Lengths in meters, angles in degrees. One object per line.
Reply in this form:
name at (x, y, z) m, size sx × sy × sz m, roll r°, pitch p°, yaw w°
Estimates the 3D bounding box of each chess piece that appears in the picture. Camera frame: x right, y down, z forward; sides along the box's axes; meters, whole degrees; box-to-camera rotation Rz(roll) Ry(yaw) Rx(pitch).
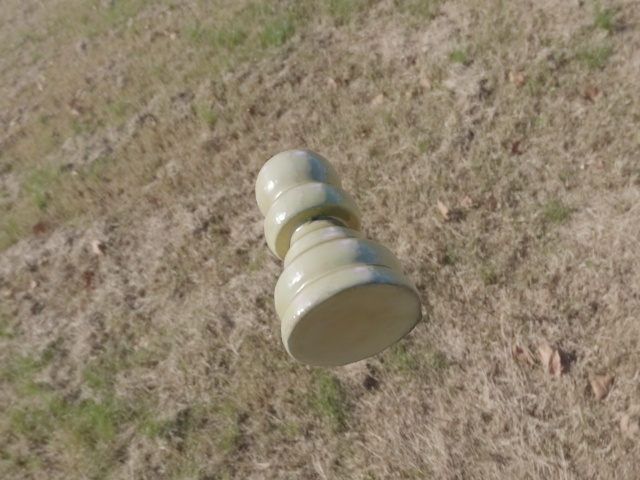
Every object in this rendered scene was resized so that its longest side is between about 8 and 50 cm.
chess piece at (0.000, 0.000, 0.411) m, size 0.094 × 0.094 × 0.170 m, roll -25°, pitch 47°, yaw 4°
